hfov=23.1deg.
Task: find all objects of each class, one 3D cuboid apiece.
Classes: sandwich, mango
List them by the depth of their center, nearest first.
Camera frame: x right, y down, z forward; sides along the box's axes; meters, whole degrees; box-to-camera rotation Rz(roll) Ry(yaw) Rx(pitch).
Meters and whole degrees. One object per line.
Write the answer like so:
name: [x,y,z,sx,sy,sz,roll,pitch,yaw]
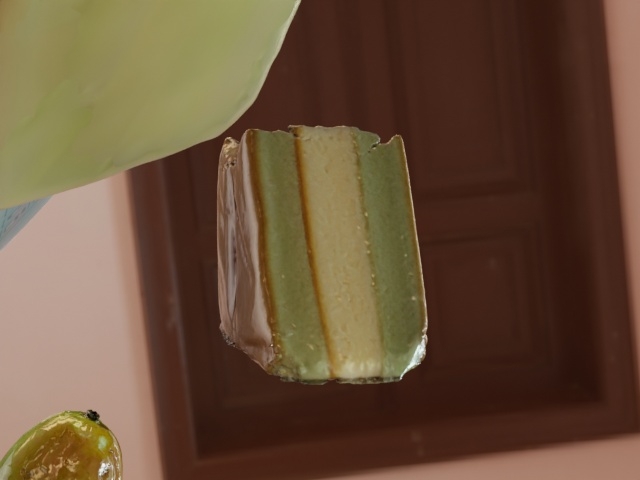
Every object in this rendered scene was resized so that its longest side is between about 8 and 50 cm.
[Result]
mango: [-0.231,0.240,1.252,0.111,0.233,0.125,34,-164,2]
sandwich: [0.001,0.000,1.363,0.155,0.198,0.227,-1,-169,-16]

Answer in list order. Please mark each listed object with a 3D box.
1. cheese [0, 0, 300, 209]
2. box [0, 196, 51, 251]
cheese: [-0.106,-0.178,0.372,0.265,0.243,0.124,38,-142,20]
box: [-0.178,-0.038,0.736,0.135,0.079,0.269,-50,-177,-17]
